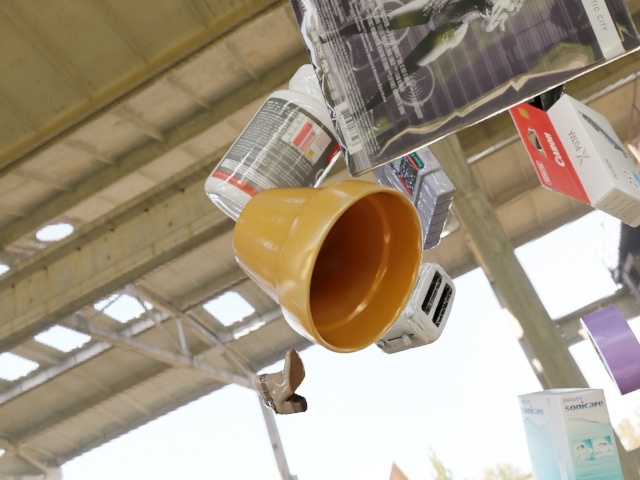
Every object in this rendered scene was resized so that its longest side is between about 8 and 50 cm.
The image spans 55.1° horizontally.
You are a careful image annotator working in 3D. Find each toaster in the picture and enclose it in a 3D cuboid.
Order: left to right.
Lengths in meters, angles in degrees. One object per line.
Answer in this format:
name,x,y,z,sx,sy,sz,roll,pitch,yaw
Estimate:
toaster,0.198,0.138,1.336,0.146,0.227,0.129,-18,-59,45

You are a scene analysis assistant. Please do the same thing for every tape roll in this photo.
tape roll,0.663,0.245,1.371,0.080,0.189,0.189,-26,-30,15

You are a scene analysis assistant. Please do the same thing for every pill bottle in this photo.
pill bottle,-0.076,-0.200,1.371,0.363,0.210,0.210,-56,-27,-13

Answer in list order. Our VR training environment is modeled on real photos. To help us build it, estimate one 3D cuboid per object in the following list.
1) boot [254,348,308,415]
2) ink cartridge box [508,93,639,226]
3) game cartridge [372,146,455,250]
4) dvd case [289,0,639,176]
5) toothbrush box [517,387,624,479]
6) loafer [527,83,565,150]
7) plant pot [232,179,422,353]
boot,-0.064,0.217,0.941,0.086,0.119,0.042,2,17,37
ink cartridge box,0.524,-0.187,1.249,0.261,0.297,0.066,18,-46,-24
game cartridge,0.176,-0.175,1.394,0.068,0.355,0.230,-24,-29,-10
dvd case,0.091,-0.165,0.453,0.221,0.165,0.018,-22,-8,29
toothbrush box,0.606,0.514,1.488,0.126,0.296,0.216,-6,-14,-9
loafer,0.518,-0.309,1.438,0.078,0.076,0.223,-11,-51,-1
plant pot,-0.006,0.013,0.782,0.205,0.187,0.205,-19,-62,-40
